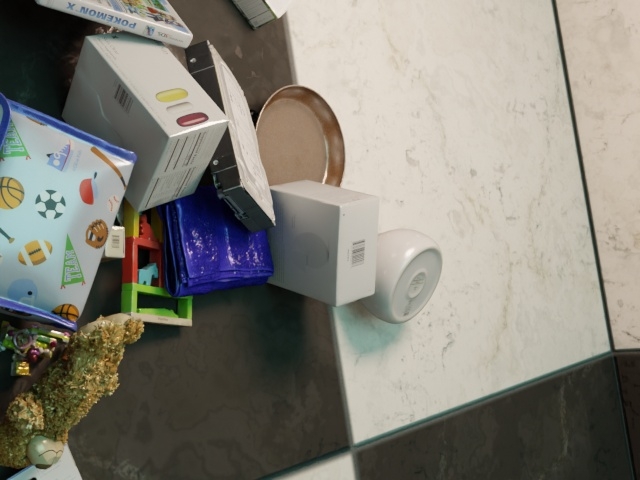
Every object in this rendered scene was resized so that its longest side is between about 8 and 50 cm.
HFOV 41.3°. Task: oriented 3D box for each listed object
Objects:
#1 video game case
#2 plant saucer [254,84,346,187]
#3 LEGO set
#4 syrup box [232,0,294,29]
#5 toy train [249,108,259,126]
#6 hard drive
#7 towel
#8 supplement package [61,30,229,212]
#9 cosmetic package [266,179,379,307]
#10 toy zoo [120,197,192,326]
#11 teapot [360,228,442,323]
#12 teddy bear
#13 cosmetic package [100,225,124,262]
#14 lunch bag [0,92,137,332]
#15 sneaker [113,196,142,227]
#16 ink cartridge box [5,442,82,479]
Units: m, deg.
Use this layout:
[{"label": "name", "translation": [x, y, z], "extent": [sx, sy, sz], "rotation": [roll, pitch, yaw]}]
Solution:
[{"label": "video game case", "translation": [-0.426, -0.488, 1.578], "extent": [0.300, 0.036, 0.329], "rotation": [8, 35, -43]}, {"label": "plant saucer", "translation": [-0.057, -0.206, 1.992], "extent": [0.310, 0.050, 0.310], "rotation": [3, 85, -48]}, {"label": "LEGO set", "translation": [-0.529, 0.201, 1.436], "extent": [0.287, 0.107, 0.132], "rotation": [-5, 86, -45]}, {"label": "syrup box", "translation": [-0.172, -0.614, 1.947], "extent": [0.237, 0.093, 0.096], "rotation": [52, 52, -24]}, {"label": "toy train", "translation": [-0.173, -0.229, 1.919], "extent": [0.036, 0.027, 0.158], "rotation": [31, 61, -32]}, {"label": "hard drive", "translation": [-0.181, -0.208, 1.738], "extent": [0.237, 0.064, 0.339], "rotation": [54, 20, -67]}, {"label": "towel", "translation": [-0.209, -0.007, 1.759], "extent": [0.308, 0.076, 0.227], "rotation": [-4, 85, -59]}, {"label": "supplement package", "translation": [-0.328, -0.227, 1.572], "extent": [0.145, 0.204, 0.262], "rotation": [-25, 67, -45]}, {"label": "cosmetic package", "translation": [0.000, 0.000, 1.865], "extent": [0.138, 0.225, 0.224], "rotation": [-15, 114, -46]}, {"label": "toy zoo", "translation": [-0.319, 0.019, 1.686], "extent": [0.192, 0.030, 0.293], "rotation": [17, 70, -61]}, {"label": "teapot", "translation": [0.169, 0.069, 2.095], "extent": [0.252, 0.187, 0.256], "rotation": [-48, 144, -18]}, {"label": "teddy bear", "translation": [-0.413, 0.254, 1.405], "extent": [0.113, 0.245, 0.338], "rotation": [41, 80, 2]}, {"label": "cosmetic package", "translation": [-0.412, 0.010, 1.581], "extent": [0.041, 0.115, 0.060], "rotation": [7, 78, -44]}, {"label": "lunch bag", "translation": [-0.537, -0.060, 1.362], "extent": [0.385, 0.239, 0.328], "rotation": [25, 74, -29]}, {"label": "sneaker", "translation": [-0.388, -0.060, 1.668], "extent": [0.073, 0.063, 0.162], "rotation": [-9, 94, -60]}, {"label": "ink cartridge box", "translation": [-0.489, 0.490, 1.462], "extent": [0.206, 0.045, 0.208], "rotation": [-29, 104, -43]}]
